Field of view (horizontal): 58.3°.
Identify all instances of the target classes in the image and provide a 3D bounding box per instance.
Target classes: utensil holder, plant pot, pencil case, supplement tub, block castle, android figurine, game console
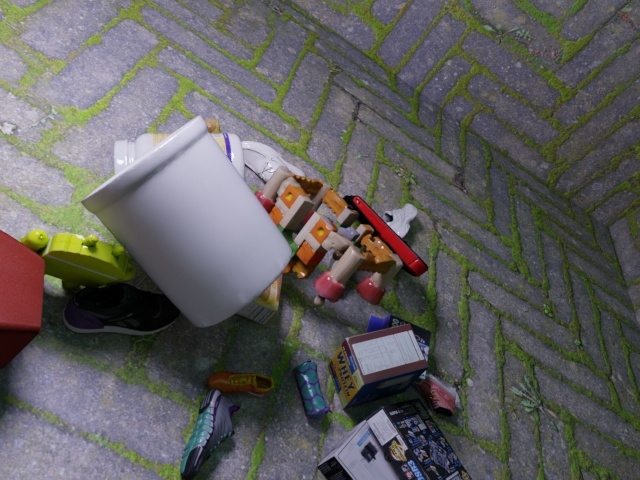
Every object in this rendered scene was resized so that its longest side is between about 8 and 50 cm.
[{"bbox_3d":[-0.293,-0.040,1.339,0.385,0.327,0.327,53,36,-18],"label":"utensil holder"},{"bbox_3d":[-0.696,0.120,1.119,0.235,0.267,0.267,23,41,-43],"label":"plant pot"},{"bbox_3d":[-0.023,0.403,1.557,0.070,0.064,0.152,-9,59,-16],"label":"pencil case"},{"bbox_3d":[-0.386,-0.175,1.585,0.331,0.241,0.241,-3,54,-15],"label":"supplement tub"},{"bbox_3d":[0.000,0.000,1.736,0.303,0.213,0.453,10,33,-53],"label":"block castle"},{"bbox_3d":[-0.537,0.045,1.275,0.248,0.273,0.056,26,56,-37],"label":"android figurine"},{"bbox_3d":[0.213,-0.028,1.971,0.342,0.060,0.386,50,0,-5],"label":"game console"}]

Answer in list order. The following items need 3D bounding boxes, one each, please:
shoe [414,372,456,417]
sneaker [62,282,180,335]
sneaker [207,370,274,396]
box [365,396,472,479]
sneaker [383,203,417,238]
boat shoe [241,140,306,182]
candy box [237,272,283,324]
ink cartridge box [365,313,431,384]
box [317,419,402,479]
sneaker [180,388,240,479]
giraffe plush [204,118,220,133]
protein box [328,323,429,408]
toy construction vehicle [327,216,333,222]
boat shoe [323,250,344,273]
[{"bbox_3d":[0.354,0.484,1.800,0.178,0.063,0.081,35,36,-15],"label":"shoe"},{"bbox_3d":[-0.452,0.159,1.371,0.283,0.124,0.107,0,56,-40],"label":"sneaker"},{"bbox_3d":[-0.200,0.354,1.453,0.175,0.067,0.064,10,50,-31],"label":"sneaker"},{"bbox_3d":[0.279,0.577,1.548,0.293,0.073,0.295,57,18,24],"label":"box"},{"bbox_3d":[0.308,-0.093,2.273,0.115,0.090,0.232,36,38,-3],"label":"sneaker"},{"bbox_3d":[-0.172,-0.248,2.000,0.277,0.098,0.096,28,40,-20],"label":"boat shoe"},{"bbox_3d":[-0.266,0.092,1.618,0.316,0.087,0.183,25,42,-19],"label":"candy box"},{"bbox_3d":[0.241,0.332,1.818,0.208,0.045,0.206,21,40,1],"label":"ink cartridge box"},{"bbox_3d":[0.150,0.632,1.475,0.290,0.087,0.169,50,39,9],"label":"box"},{"bbox_3d":[-0.243,0.452,1.318,0.098,0.083,0.224,35,39,-17],"label":"sneaker"},{"bbox_3d":[-0.340,-0.252,1.787,0.210,0.181,0.170,47,5,-44],"label":"giraffe plush"},{"bbox_3d":[0.156,0.353,1.604,0.201,0.200,0.136,-9,59,-22],"label":"protein box"},{"bbox_3d":[0.042,-0.033,2.040,0.086,0.035,0.098,40,40,-21],"label":"toy construction vehicle"},{"bbox_3d":[0.071,0.079,1.925,0.068,0.081,0.228,37,46,-9],"label":"boat shoe"}]
